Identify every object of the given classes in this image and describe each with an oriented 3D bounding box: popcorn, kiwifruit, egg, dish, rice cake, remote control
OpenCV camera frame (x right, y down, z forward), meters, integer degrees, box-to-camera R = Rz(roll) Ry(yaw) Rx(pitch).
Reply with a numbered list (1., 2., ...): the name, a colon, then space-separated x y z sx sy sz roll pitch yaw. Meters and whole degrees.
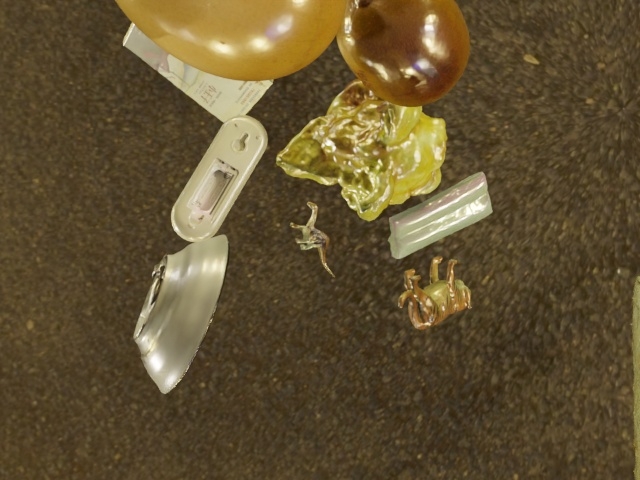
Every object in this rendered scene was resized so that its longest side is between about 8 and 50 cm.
1. popcorn: 0.114 -0.176 1.644 0.321 0.290 0.325 -29 52 28
2. kiwifruit: 0.129 -0.326 1.237 0.196 0.234 0.195 -18 60 35
3. egg: -0.122 -0.340 0.999 0.323 0.250 0.250 15 107 -15
4. dish: -0.276 0.122 1.448 0.106 0.316 0.316 21 109 -16
5. rice cake: 0.211 -0.045 1.363 0.042 0.222 0.080 29 139 55
6. remote control: -0.157 -0.098 1.209 0.078 0.042 0.221 31 79 -8

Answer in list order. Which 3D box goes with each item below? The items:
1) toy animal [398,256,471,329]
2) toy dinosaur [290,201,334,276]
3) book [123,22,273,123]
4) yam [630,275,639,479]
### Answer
1. toy animal: 0.180 0.084 1.201 0.057 0.241 0.099 -5 99 33
2. toy dinosaur: -0.015 -0.001 1.317 0.058 0.180 0.037 5 58 19
3. book: -0.249 -0.362 1.554 0.289 0.026 0.201 36 146 -13
4. yam: 0.456 0.193 0.932 0.168 0.168 0.304 1 86 21
